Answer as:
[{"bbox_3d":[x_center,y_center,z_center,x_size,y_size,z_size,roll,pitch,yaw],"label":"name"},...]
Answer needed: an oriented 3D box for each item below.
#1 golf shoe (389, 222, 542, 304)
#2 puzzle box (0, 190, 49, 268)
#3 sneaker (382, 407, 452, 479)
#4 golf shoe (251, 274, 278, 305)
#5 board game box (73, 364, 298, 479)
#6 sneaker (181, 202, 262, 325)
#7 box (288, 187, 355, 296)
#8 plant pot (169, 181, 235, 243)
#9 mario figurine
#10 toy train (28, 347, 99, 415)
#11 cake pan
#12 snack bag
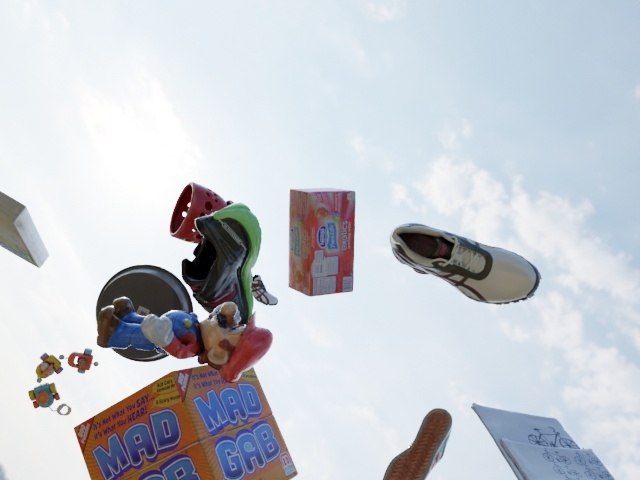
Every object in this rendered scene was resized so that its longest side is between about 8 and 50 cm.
[{"bbox_3d":[0.246,0.041,1.149,0.273,0.120,0.105,17,-94,19],"label":"golf shoe"},{"bbox_3d":[-0.849,-0.068,1.671,0.272,0.052,0.409,31,-23,-4],"label":"puzzle box"},{"bbox_3d":[0.287,0.627,1.871,0.108,0.302,0.121,28,-24,32],"label":"sneaker"},{"bbox_3d":[-0.234,0.185,2.525,0.198,0.094,0.077,28,7,-27],"label":"golf shoe"},{"bbox_3d":[-0.346,0.558,1.729,0.356,0.356,0.356,-31,-105,20],"label":"board game box"},{"bbox_3d":[-0.291,0.110,1.816,0.185,0.202,0.482,49,-41,48],"label":"sneaker"},{"bbox_3d":[0.000,0.000,1.902,0.142,0.154,0.299,16,-72,59],"label":"box"},{"bbox_3d":[-0.376,-0.075,2.126,0.191,0.174,0.191,-37,-137,44],"label":"plant pot"},{"bbox_3d":[-0.247,0.154,1.253,0.321,0.198,0.170,10,-47,-3],"label":"mario figurine"},{"bbox_3d":[-0.575,0.313,1.456,0.125,0.166,0.046,22,1,-20],"label":"toy train"},{"bbox_3d":[-0.522,0.216,1.919,0.293,0.293,0.054,58,1,-1],"label":"cake pan"},{"bbox_3d":[0.618,0.570,1.796,0.342,0.323,0.037,-117,-136,-63],"label":"snack bag"}]
